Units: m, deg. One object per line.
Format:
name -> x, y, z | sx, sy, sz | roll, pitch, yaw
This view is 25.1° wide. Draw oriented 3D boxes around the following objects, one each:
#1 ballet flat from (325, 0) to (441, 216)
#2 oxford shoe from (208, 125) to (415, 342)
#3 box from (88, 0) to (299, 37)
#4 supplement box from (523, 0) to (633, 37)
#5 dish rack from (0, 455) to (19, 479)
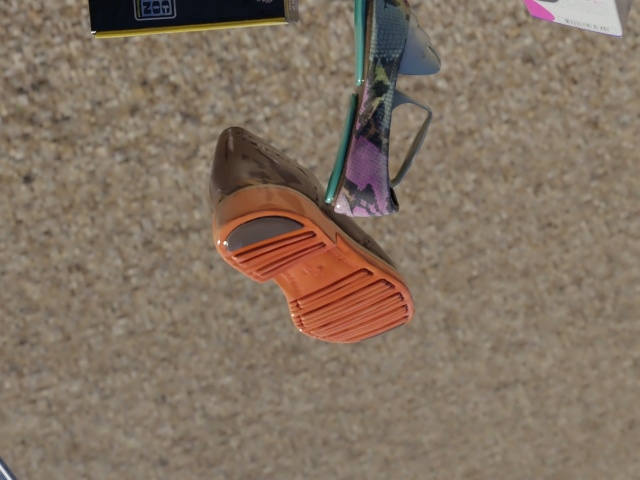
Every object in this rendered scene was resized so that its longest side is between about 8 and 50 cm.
ballet flat -> 0.055, -0.121, 1.171 | 0.079, 0.077, 0.221 | 6, 113, -3
oxford shoe -> 0.000, 0.000, 1.510 | 0.130, 0.133, 0.364 | -23, 147, 13
box -> -0.169, -0.421, 1.790 | 0.257, 0.322, 0.079 | -2, -172, 12
supplement box -> 0.276, -0.297, 1.520 | 0.111, 0.114, 0.220 | 16, -177, 14
dish rack -> -0.273, 0.134, 0.960 | 0.072, 0.285, 0.333 | -39, 126, -18
